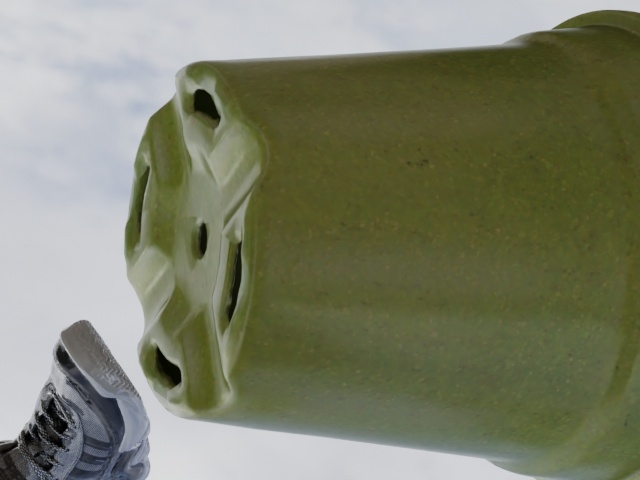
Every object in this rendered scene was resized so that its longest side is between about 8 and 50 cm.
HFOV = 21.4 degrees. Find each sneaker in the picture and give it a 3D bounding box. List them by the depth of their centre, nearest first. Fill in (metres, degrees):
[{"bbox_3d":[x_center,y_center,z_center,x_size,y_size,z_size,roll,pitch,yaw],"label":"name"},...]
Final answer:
[{"bbox_3d":[-0.232,0.175,1.459,0.153,0.268,0.101,-30,-114,-17],"label":"sneaker"}]

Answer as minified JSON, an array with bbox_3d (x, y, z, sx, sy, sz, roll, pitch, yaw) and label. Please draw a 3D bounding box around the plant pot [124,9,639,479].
[{"bbox_3d":[0.042,0.005,0.894,0.254,0.276,0.276,2,-154,-26],"label":"plant pot"}]
